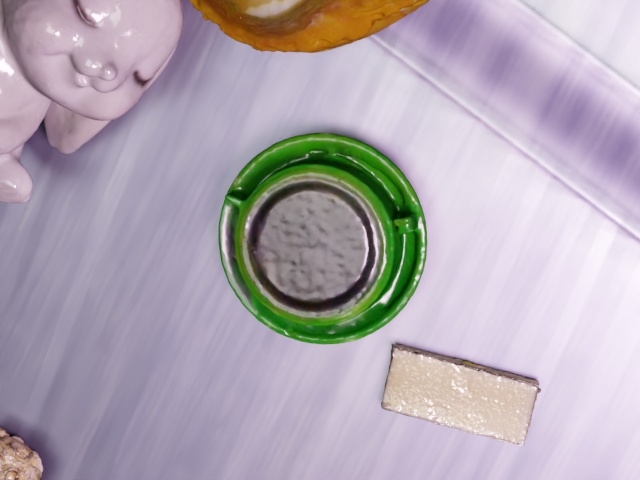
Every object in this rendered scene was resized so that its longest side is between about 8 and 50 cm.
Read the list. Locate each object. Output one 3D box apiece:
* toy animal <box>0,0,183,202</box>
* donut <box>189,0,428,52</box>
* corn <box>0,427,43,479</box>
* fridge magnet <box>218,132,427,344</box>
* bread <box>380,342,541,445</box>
[{"bbox_3d":[-0.258,-0.194,1.664,0.265,0.206,0.271,-26,130,18],"label":"toy animal"},{"bbox_3d":[-0.001,-0.324,1.624,0.330,0.160,0.330,2,106,7],"label":"donut"},{"bbox_3d":[-0.367,0.291,1.847,0.087,0.087,0.211,36,108,5],"label":"corn"},{"bbox_3d":[0.000,0.000,1.711,0.208,0.088,0.208,2,100,12],"label":"fridge magnet"},{"bbox_3d":[0.137,0.151,1.737,0.154,0.028,0.068,14,102,9],"label":"bread"}]
